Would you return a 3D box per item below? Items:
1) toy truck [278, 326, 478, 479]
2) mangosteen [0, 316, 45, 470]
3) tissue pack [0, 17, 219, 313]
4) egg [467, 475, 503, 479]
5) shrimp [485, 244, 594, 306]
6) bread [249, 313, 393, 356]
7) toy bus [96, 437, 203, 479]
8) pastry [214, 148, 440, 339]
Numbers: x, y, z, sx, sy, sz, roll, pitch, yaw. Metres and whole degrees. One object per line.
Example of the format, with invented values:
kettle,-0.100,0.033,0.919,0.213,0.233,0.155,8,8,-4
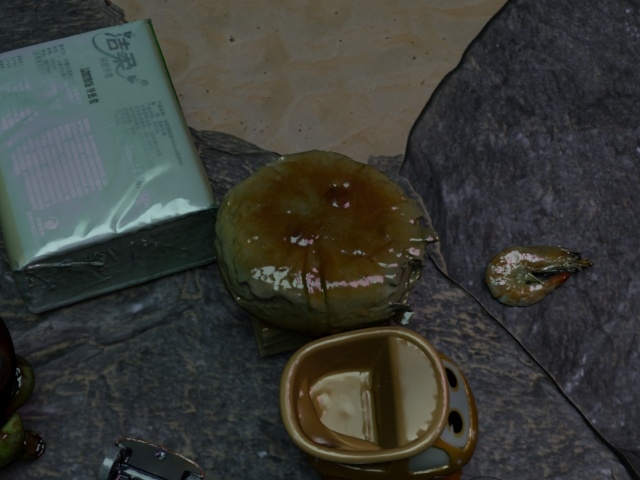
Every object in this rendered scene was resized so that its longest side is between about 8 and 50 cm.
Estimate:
toy truck,0.088,0.250,1.465,0.288,0.211,0.204,-3,62,0
mangosteen,-0.563,0.209,1.445,0.306,0.359,0.306,-20,50,25
tissue pack,-0.371,-0.127,1.655,0.332,0.205,0.404,-16,62,-12
egg,0.235,0.427,1.407,0.146,0.146,0.198,3,65,-1
shrimp,0.365,0.053,1.689,0.190,0.042,0.101,-10,82,-9
bread,-0.014,0.042,1.633,0.239,0.111,0.246,-13,59,-14
toy bus,-0.276,0.431,1.351,0.143,0.153,0.329,20,46,1
pastry,0.000,0.000,1.512,0.330,0.136,0.329,3,51,-3
